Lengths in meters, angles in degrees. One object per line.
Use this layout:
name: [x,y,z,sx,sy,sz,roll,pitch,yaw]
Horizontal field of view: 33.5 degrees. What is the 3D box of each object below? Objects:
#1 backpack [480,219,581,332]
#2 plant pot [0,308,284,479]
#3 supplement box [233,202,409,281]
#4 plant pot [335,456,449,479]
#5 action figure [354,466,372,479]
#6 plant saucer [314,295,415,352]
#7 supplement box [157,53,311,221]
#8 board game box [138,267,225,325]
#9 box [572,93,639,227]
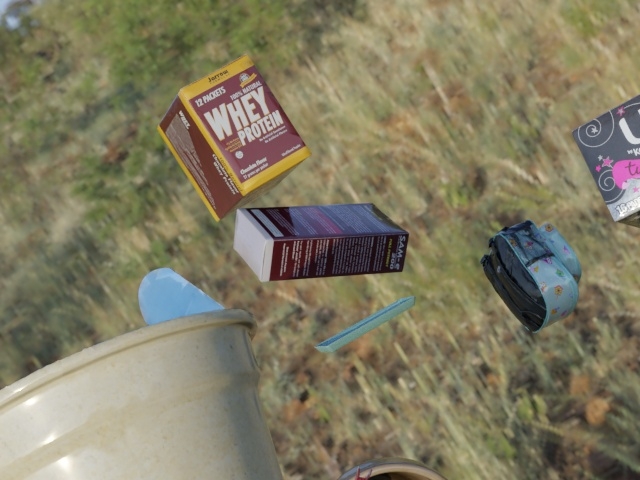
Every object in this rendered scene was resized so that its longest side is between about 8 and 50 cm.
backpack: [0.411,0.072,2.025,0.144,0.188,0.166,-16,-29,-16]
plant pot: [-0.152,0.276,1.010,0.334,0.305,0.334,-25,-14,-7]
supplement box: [0.000,0.000,1.644,0.239,0.073,0.130,-3,25,-24]
plant pot: [0.106,0.472,1.766,0.263,0.263,0.229,-34,5,-5]
action figure: [0.110,0.371,1.326,0.139,0.280,0.091,-65,30,24]
plant saucer: [0.082,0.150,1.886,0.192,0.018,0.067,-27,3,-21]
supplement box: [-0.143,-0.160,1.715,0.129,0.191,0.194,-33,-1,-23]
board game box: [-0.194,0.105,1.596,0.033,0.169,0.133,-46,-13,-48]
box: [0.481,-0.134,1.379,0.247,0.142,0.163,-30,-18,25]
